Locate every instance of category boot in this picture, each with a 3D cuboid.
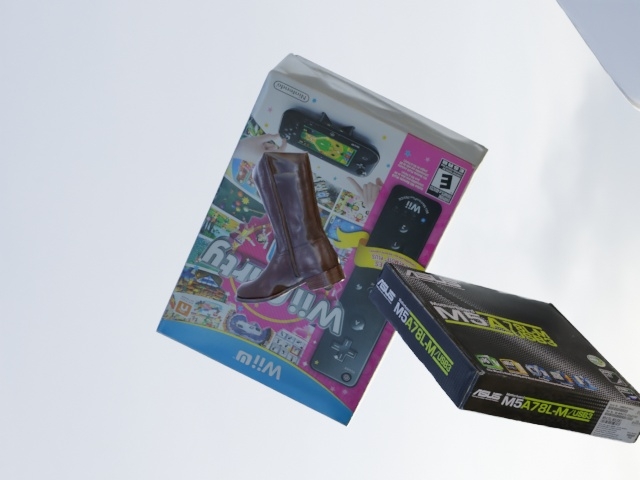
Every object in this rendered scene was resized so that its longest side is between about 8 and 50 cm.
[{"bbox_3d":[-0.039,-0.013,1.349,0.037,0.106,0.114,-34,-74,-60],"label":"boot"}]

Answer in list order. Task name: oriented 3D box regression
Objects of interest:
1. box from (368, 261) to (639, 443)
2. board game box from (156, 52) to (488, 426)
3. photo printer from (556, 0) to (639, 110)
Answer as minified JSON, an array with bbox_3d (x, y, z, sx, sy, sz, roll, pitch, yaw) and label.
[{"bbox_3d":[0.160,0.095,1.452,0.190,0.045,0.184,14,-157,-30],"label":"box"},{"bbox_3d":[0.000,0.000,1.712,0.303,0.224,0.097,-65,-3,21],"label":"board game box"},{"bbox_3d":[0.223,-0.187,0.877,0.307,0.256,0.107,44,-129,-48],"label":"photo printer"}]
